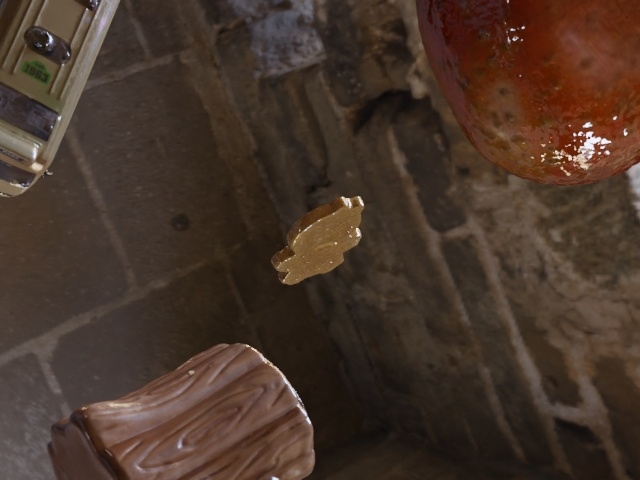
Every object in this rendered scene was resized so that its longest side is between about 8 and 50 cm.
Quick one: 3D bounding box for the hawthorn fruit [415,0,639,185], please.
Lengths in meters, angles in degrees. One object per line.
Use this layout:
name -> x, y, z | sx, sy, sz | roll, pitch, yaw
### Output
hawthorn fruit -> 0.208, -0.208, 0.773 | 0.275, 0.275, 0.300 | -34, 110, -27

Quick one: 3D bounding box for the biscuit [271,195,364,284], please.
biscuit -> -0.005, 0.002, 1.245 | 0.133, 0.184, 0.027 | -22, 65, -9

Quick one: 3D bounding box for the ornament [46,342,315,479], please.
ornament -> -0.134, 0.227, 0.949 | 0.217, 0.221, 0.235 | -28, 132, -35

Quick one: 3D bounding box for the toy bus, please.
toy bus -> -0.335, -0.201, 1.044 | 0.139, 0.157, 0.289 | 29, 70, -30
